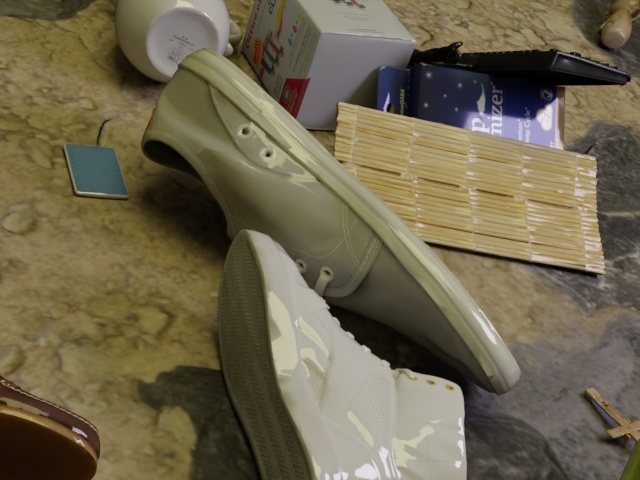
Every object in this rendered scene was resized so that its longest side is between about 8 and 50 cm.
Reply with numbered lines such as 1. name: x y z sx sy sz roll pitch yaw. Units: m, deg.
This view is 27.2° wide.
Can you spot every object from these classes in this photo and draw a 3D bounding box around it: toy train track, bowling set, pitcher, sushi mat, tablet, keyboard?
1. toy train track: 0.275 0.168 1.234 0.048 0.014 0.083 -11 38 -28
2. bowling set: 0.577 -0.312 1.971 0.200 0.287 0.154 58 36 -22
3. pitcher: -0.153 -0.248 1.512 0.178 0.125 0.207 20 19 -25
4. sushi mat: 0.161 -0.055 1.431 0.316 0.019 0.151 10 64 -15
5. tablet: -0.222 -0.069 1.307 0.054 0.006 0.083 4 38 -24
6. keyboard: 0.192 -0.207 1.542 0.201 0.033 0.317 6 2 -27

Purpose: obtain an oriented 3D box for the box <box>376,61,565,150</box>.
1. box: 0.171 -0.121 1.495 0.225 0.036 0.136 6 81 -19

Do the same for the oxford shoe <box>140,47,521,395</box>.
1. oxford shoe: 0.000 0.000 1.236 0.449 0.169 0.130 42 82 17

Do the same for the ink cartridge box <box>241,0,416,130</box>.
1. ink cartridge box: 0.004 -0.229 1.547 0.127 0.128 0.176 0 38 -28

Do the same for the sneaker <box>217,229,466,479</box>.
1. sneaker: 0.020 0.116 1.098 0.169 0.108 0.292 4 47 -27

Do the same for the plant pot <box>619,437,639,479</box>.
1. plant pot: 0.400 0.250 0.992 0.254 0.276 0.276 19 32 -23

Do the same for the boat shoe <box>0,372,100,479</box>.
1. boat shoe: -0.257 0.120 0.959 0.207 0.073 0.073 17 35 -7
